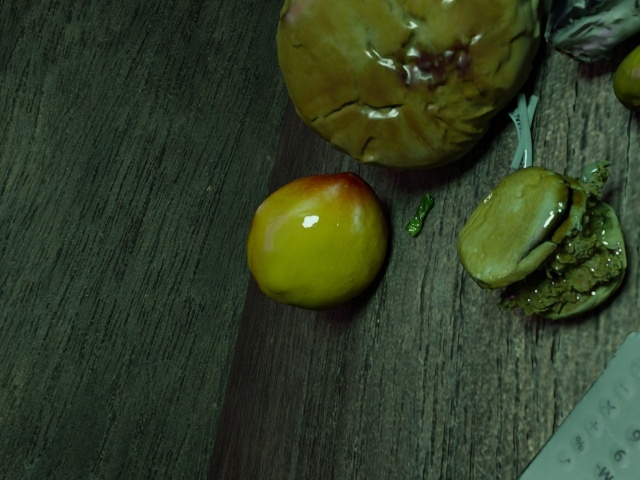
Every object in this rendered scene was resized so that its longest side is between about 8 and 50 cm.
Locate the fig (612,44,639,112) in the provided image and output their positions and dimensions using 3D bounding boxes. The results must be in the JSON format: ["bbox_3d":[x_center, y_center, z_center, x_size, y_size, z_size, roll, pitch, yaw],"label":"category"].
[{"bbox_3d":[0.330,-0.164,0.427,0.088,0.074,0.074,-59,19,1],"label":"fig"}]

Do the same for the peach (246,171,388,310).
[{"bbox_3d":[0.002,0.000,0.957,0.307,0.289,0.289,-56,20,3],"label":"peach"}]

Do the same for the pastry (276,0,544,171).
[{"bbox_3d":[0.128,-0.308,0.705,0.245,0.410,0.409,-53,-3,-46],"label":"pastry"}]

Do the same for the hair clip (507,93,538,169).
[{"bbox_3d":[0.282,-0.147,0.627,0.039,0.030,0.114,98,-177,-72],"label":"hair clip"}]

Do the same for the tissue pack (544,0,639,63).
[{"bbox_3d":[0.357,-0.369,0.435,0.245,0.123,0.332,153,132,-74],"label":"tissue pack"}]

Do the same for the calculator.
[{"bbox_3d":[0.265,0.227,0.395,0.161,0.021,0.261,-112,40,-62],"label":"calculator"}]

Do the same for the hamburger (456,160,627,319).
[{"bbox_3d":[0.245,-0.005,0.477,0.184,0.131,0.159,-60,14,22],"label":"hamburger"}]

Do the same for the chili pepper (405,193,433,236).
[{"bbox_3d":[0.188,-0.048,0.834,0.030,0.034,0.091,41,119,33],"label":"chili pepper"}]
